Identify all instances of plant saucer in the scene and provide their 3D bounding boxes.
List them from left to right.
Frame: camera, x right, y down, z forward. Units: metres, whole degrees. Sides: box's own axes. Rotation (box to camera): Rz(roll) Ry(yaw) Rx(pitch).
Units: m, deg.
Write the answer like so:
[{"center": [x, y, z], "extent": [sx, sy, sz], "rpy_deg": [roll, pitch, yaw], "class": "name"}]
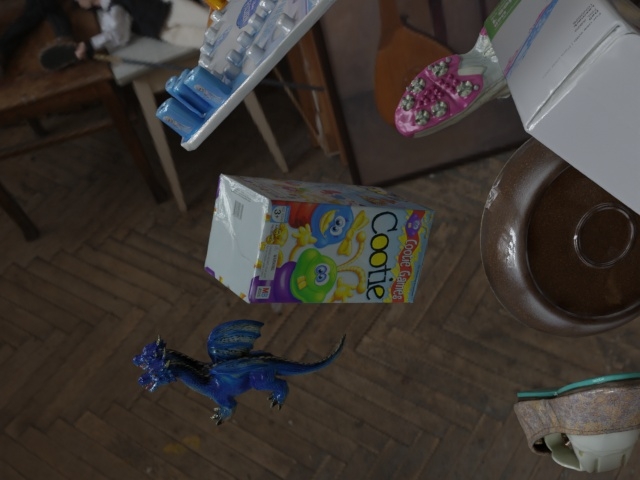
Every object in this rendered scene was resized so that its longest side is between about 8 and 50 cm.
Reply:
[{"center": [0.365, -0.011, 1.094], "extent": [0.310, 0.311, 0.050], "rpy_deg": [-24, 18, -6], "class": "plant saucer"}]

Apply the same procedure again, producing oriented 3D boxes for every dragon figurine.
[{"center": [-0.107, 0.168, 1.137], "extent": [0.289, 0.144, 0.085], "rpy_deg": [-15, 45, 3], "class": "dragon figurine"}]

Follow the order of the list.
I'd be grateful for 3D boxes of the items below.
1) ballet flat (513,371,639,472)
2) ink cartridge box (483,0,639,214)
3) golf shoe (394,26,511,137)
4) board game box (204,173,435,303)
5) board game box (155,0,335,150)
[{"center": [0.319, 0.220, 0.990], "extent": [0.107, 0.316, 0.106], "rpy_deg": [-6, 77, -4], "class": "ballet flat"}, {"center": [0.280, -0.150, 0.787], "extent": [0.117, 0.201, 0.278], "rpy_deg": [-50, 18, 27], "class": "ink cartridge box"}, {"center": [0.263, -0.255, 1.342], "extent": [0.306, 0.140, 0.115], "rpy_deg": [-36, 55, 16], "class": "golf shoe"}, {"center": [0.000, 0.000, 1.163], "extent": [0.275, 0.142, 0.144], "rpy_deg": [2, 16, -34], "class": "board game box"}, {"center": [-0.019, -0.325, 0.857], "extent": [0.390, 0.050, 0.390], "rpy_deg": [-42, 27, 26], "class": "board game box"}]
